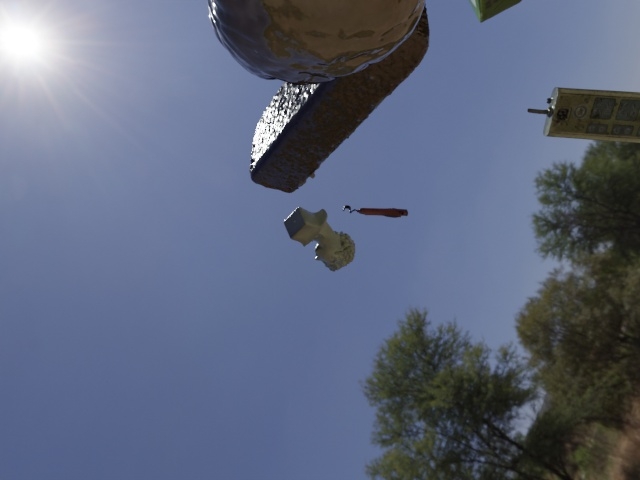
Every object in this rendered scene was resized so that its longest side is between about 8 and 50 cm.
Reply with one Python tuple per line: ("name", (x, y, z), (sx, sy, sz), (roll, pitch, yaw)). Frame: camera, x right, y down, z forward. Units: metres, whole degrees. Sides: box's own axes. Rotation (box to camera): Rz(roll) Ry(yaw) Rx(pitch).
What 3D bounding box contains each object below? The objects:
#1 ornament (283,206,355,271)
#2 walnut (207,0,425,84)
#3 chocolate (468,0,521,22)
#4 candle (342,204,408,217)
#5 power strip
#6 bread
("ornament", (0.008, -0.013, 1.401), (0.285, 0.130, 0.120), (45, -157, -41))
("walnut", (-0.011, -0.276, 0.435), (0.248, 0.248, 0.248), (-27, -55, -46))
("chocolate", (0.438, -0.697, 0.977), (0.289, 0.137, 0.301), (-27, -37, 9))
("candle", (0.139, -0.073, 1.132), (0.021, 0.167, 0.026), (109, 161, -60))
("power strip", (0.530, -0.238, 0.853), (0.034, 0.268, 0.092), (-76, -10, -66))
("bread", (0.013, -0.246, 0.760), (0.113, 0.416, 0.165), (17, -122, -27))
